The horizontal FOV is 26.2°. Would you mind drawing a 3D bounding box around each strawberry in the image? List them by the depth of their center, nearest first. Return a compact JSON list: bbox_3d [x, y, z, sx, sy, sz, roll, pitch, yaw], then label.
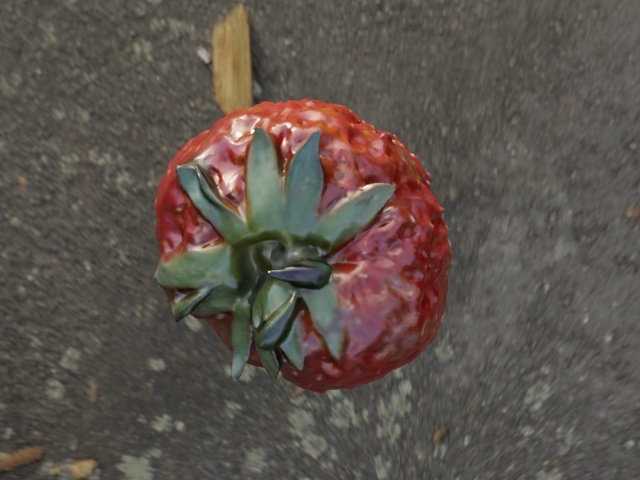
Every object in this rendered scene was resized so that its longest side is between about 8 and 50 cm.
[{"bbox_3d":[0.004,-0.001,0.587,0.131,0.148,0.131,13,111,37],"label":"strawberry"}]
